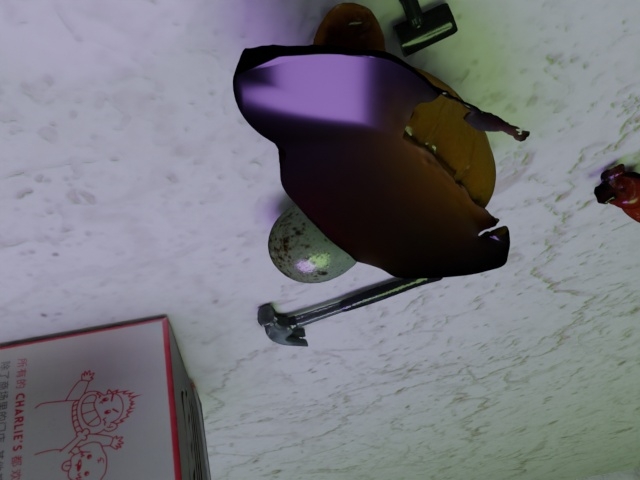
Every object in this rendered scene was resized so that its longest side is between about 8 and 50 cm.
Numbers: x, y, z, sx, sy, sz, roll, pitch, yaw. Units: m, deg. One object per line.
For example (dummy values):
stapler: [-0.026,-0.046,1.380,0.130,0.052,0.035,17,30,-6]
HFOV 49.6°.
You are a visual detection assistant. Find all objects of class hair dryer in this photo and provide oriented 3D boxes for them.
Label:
hair dryer: [0.070,-0.181,0.521,0.047,0.026,0.083,-24,139,12]

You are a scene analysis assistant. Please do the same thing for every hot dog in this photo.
hot dog: [0.067,-0.086,0.578,0.194,0.107,0.326,-6,150,12]

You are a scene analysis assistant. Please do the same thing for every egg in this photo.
egg: [0.000,0.000,0.712,0.110,0.085,0.085,-13,150,-23]

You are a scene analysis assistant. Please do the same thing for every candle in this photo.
candle: [0.441,-0.028,0.877,0.329,0.048,0.051,18,149,-42]

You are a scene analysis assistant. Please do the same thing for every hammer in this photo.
hammer: [0.046,0.084,0.915,0.246,0.029,0.103,-19,147,5]

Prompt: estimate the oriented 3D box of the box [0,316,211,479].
box: [-0.302,0.316,0.873,0.312,0.315,0.300,-10,145,-6]
